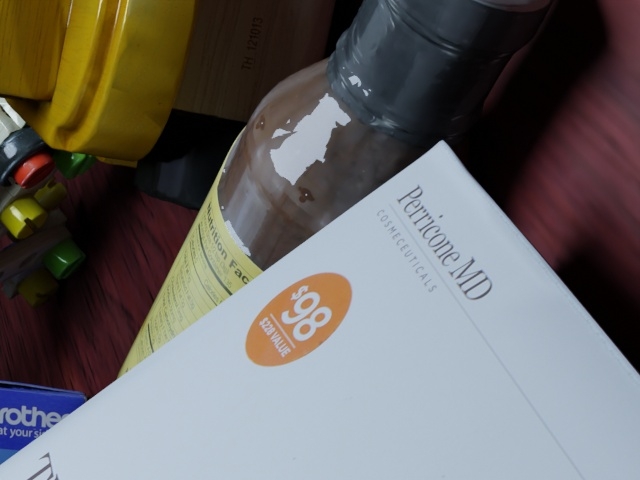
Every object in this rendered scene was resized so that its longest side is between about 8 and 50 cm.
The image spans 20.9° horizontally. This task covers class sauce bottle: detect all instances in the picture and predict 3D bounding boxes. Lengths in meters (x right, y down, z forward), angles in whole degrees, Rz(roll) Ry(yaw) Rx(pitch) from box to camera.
[{"bbox_3d":[0.000,0.000,0.787,0.344,0.111,0.111,-58,32,40],"label":"sauce bottle"}]

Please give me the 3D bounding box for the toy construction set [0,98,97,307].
[{"bbox_3d":[-0.217,-0.065,1.255,0.151,0.215,0.327,36,117,18],"label":"toy construction set"}]

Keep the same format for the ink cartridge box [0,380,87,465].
[{"bbox_3d":[-0.287,0.259,1.316,0.270,0.151,0.395,148,129,-61],"label":"ink cartridge box"}]

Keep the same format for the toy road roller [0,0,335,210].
[{"bbox_3d":[-0.133,-0.147,0.973,0.329,0.241,0.202,-145,66,-65],"label":"toy road roller"}]

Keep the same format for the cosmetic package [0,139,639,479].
[{"bbox_3d":[0.007,0.155,0.532,0.284,0.097,0.377,-35,32,2],"label":"cosmetic package"}]
